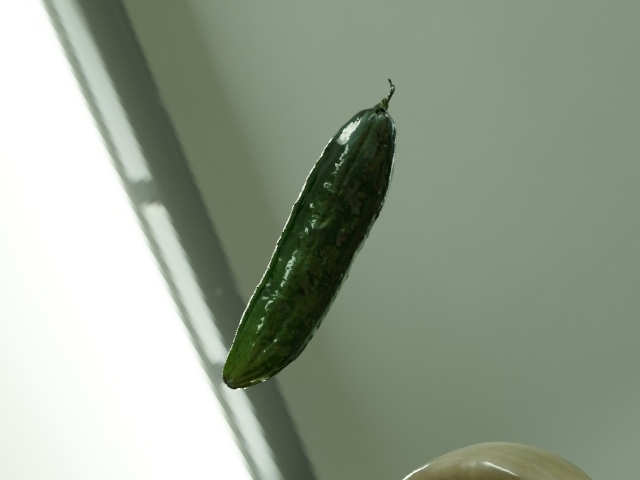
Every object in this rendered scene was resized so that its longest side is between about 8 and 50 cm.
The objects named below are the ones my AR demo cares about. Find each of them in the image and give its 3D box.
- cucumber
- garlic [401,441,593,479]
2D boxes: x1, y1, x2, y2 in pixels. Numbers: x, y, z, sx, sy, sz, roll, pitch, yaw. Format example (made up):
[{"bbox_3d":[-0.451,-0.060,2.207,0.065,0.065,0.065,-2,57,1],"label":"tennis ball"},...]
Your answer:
[{"bbox_3d":[0.000,0.000,0.884,0.039,0.039,0.168,48,-119,-46],"label":"cucumber"},{"bbox_3d":[0.121,0.230,1.207,0.110,0.228,0.217,-19,-69,-47],"label":"garlic"}]
